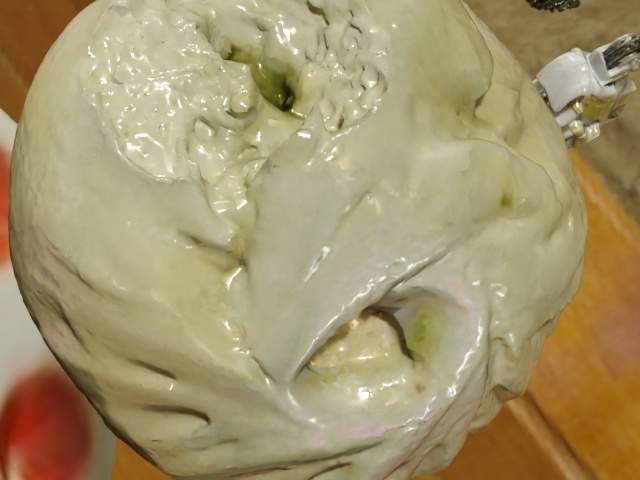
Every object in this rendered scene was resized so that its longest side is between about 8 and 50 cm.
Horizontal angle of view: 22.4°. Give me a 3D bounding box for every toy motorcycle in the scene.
[{"bbox_3d":[0.265,-0.147,1.727,0.074,0.151,0.229,66,157,17],"label":"toy motorcycle"}]

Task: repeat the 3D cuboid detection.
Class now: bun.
[{"bbox_3d":[0.000,0.000,0.508,0.128,0.178,0.193,54,175,45],"label":"bun"}]

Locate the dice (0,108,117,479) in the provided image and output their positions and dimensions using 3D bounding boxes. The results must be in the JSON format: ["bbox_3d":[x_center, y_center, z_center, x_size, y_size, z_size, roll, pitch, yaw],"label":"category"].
[{"bbox_3d":[-0.299,0.069,0.748,0.304,0.304,0.277,-12,93,27],"label":"dice"}]

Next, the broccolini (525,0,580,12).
[{"bbox_3d":[0.230,-0.256,1.272,0.202,0.091,0.068,-44,44,37],"label":"broccolini"}]
